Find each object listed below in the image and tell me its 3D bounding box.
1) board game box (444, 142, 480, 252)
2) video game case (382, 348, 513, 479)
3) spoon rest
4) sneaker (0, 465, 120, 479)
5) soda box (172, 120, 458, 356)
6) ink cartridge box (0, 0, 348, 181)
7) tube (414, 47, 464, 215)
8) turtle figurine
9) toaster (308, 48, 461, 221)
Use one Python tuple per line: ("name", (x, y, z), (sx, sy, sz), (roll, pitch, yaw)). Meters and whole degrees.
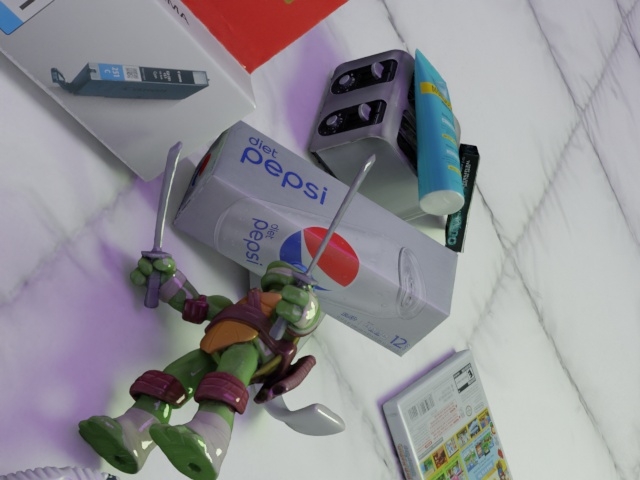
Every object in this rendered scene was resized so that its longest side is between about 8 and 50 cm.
("board game box", (0.185, -0.059, 1.576), (0.186, 0.026, 0.126), (-53, 152, -80))
("video game case", (0.169, 0.267, 1.525), (0.227, 0.026, 0.206), (-23, 95, -58))
("spoon rest", (-0.031, 0.087, 1.279), (0.137, 0.084, 0.276), (41, 32, -40))
("sneaker", (-0.182, 0.272, 0.942), (0.235, 0.094, 0.153), (41, 36, -54))
("soda box", (0.000, 0.000, 1.231), (0.286, 0.091, 0.098), (31, 43, -14))
("ink cartridge box", (-0.151, -0.222, 1.054), (0.296, 0.261, 0.066), (44, 20, -37))
("tube", (0.138, -0.129, 1.436), (0.080, 0.052, 0.207), (46, 35, -50))
("turtle figurine", (-0.102, 0.062, 1.060), (0.275, 0.198, 0.266), (99, 18, -49))
("toaster", (0.086, -0.119, 1.493), (0.186, 0.110, 0.168), (49, 41, -32))
